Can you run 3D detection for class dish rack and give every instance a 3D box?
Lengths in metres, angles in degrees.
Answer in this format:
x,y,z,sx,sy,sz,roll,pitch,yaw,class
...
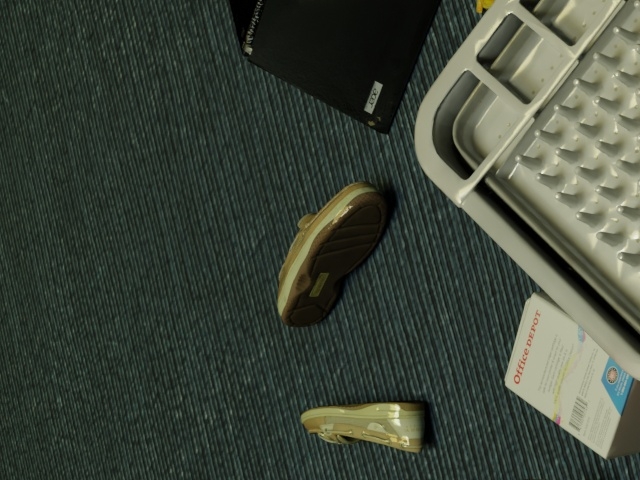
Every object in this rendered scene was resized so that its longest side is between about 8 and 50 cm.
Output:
x,y,z,sx,sy,sz,roll,pitch,yaw,class
0.246,-0.083,1.221,0.285,0.072,0.333,-53,52,15,dish rack

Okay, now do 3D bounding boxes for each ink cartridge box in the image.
x,y,z,sx,sy,sz,roll,pitch,yaw,class
0.214,0.105,1.348,0.122,0.052,0.088,35,120,42,ink cartridge box

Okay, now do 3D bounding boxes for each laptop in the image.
x,y,z,sx,sy,sz,roll,pitch,yaw,class
0.015,-0.275,1.587,0.264,0.137,0.234,-105,32,-55,laptop

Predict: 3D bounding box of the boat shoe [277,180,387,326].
x,y,z,sx,sy,sz,roll,pitch,yaw,class
0.000,0.000,1.600,0.190,0.068,0.072,-55,41,39,boat shoe

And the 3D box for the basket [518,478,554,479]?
x,y,z,sx,sy,sz,roll,pitch,yaw,class
0.196,0.332,1.321,0.204,0.154,0.227,22,120,20,basket

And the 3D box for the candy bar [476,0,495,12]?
x,y,z,sx,sy,sz,roll,pitch,yaw,class
0.181,-0.201,1.381,0.161,0.018,0.040,17,111,49,candy bar

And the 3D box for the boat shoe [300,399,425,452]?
x,y,z,sx,sy,sz,roll,pitch,yaw,class
0.039,0.177,1.577,0.153,0.056,0.048,-10,82,44,boat shoe
